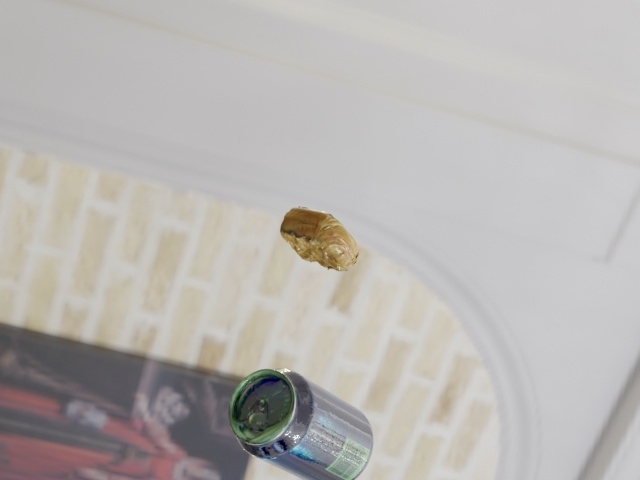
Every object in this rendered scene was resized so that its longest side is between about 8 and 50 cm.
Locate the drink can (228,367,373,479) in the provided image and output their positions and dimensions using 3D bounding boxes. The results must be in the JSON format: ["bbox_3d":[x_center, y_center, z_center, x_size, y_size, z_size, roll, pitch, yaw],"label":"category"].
[{"bbox_3d":[-0.023,0.235,1.673,0.205,0.118,0.118,40,55,-52],"label":"drink can"}]

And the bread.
[{"bbox_3d":[0.000,0.000,1.611,0.044,0.083,0.110,-49,-144,-18],"label":"bread"}]
